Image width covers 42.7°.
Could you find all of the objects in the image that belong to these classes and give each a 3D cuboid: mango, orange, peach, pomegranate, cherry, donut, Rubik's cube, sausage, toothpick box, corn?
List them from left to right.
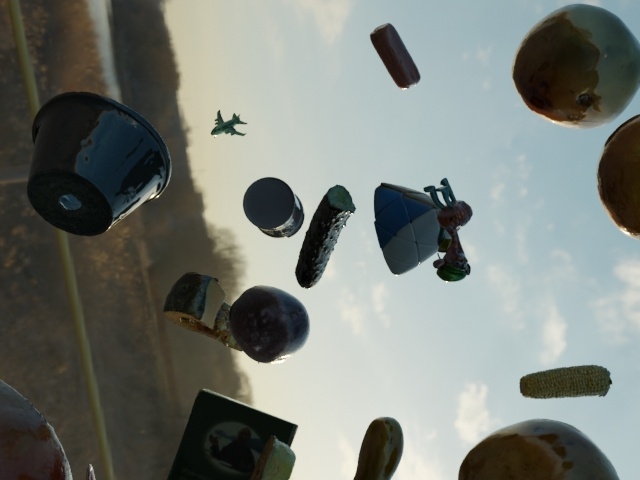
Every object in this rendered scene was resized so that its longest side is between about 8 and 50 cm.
[{"bbox_3d":[-0.696,0.472,1.596,0.310,0.335,0.406,-49,123,-57],"label":"peach"},{"bbox_3d":[-0.099,0.467,1.578,0.162,0.065,0.178,-70,-174,-48],"label":"donut"},{"bbox_3d":[-0.132,0.217,2.124,0.266,0.213,0.183,-31,-160,45],"label":"cherry"},{"bbox_3d":[-0.085,-0.059,1.539,0.149,0.098,0.098,54,27,-81],"label":"toothpick box"},{"bbox_3d":[0.134,0.536,1.981,0.227,0.099,0.136,-64,-169,-17],"label":"mango"},{"bbox_3d":[0.167,-0.407,1.818,0.154,0.062,0.062,56,0,-22],"label":"sausage"},{"bbox_3d":[0.238,-0.025,2.191,0.254,0.254,0.254,172,-90,-79],"label":"Rubik's cube"},{"bbox_3d":[0.470,0.593,1.767,0.416,0.416,0.417,172,-90,-79],"label":"pomegranate"},{"bbox_3d":[0.691,0.402,2.309,0.091,0.260,0.091,-125,-148,-75],"label":"corn"},{"bbox_3d":[0.610,-0.419,1.939,0.319,0.319,0.319,172,-90,-79],"label":"pomegranate"},{"bbox_3d":[0.648,-0.119,1.547,0.261,0.261,0.261,172,-90,-79],"label":"orange"}]

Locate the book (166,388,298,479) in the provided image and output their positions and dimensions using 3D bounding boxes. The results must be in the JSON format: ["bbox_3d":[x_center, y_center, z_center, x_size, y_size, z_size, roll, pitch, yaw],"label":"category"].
[{"bbox_3d":[-0.232,0.565,1.920,0.043,0.260,0.371,52,57,-71],"label":"book"}]

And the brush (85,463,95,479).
[{"bbox_3d":[-0.517,0.591,1.861,0.103,0.047,0.233,-100,-171,-49],"label":"brush"}]

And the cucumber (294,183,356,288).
[{"bbox_3d":[0.000,0.000,1.745,0.303,0.072,0.081,117,-39,-49],"label":"cucumber"}]

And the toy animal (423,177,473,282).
[{"bbox_3d":[0.261,-0.022,1.678,0.103,0.100,0.208,-151,-134,-69],"label":"toy animal"}]

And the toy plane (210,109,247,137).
[{"bbox_3d":[-0.245,-0.297,2.131,0.102,0.111,0.040,39,-35,19],"label":"toy plane"}]

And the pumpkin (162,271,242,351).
[{"bbox_3d":[-0.316,0.206,2.412,0.190,0.280,0.139,134,-24,-62],"label":"pumpkin"}]

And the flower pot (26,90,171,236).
[{"bbox_3d":[-0.423,-0.118,1.480,0.166,0.269,0.269,-71,169,-45],"label":"flower pot"}]
